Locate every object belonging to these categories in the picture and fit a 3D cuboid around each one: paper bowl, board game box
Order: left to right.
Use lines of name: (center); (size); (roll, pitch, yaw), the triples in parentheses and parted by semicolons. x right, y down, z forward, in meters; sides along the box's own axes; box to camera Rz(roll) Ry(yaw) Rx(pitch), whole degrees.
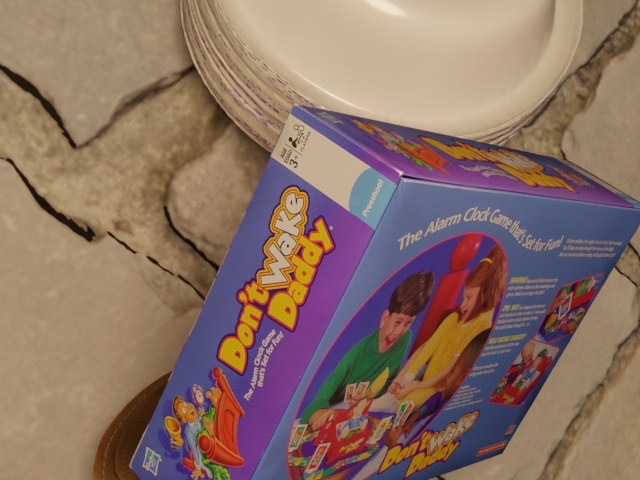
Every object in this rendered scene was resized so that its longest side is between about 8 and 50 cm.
paper bowl: (0.051, -0.190, 0.698); (0.284, 0.148, 0.284); (6, 66, -14)
board game box: (0.067, 0.052, 0.647); (0.347, 0.078, 0.233); (2, 119, -53)

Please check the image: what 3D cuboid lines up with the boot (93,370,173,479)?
boot: (-0.081, 0.242, 0.686); (0.108, 0.283, 0.220); (-6, 125, 7)
